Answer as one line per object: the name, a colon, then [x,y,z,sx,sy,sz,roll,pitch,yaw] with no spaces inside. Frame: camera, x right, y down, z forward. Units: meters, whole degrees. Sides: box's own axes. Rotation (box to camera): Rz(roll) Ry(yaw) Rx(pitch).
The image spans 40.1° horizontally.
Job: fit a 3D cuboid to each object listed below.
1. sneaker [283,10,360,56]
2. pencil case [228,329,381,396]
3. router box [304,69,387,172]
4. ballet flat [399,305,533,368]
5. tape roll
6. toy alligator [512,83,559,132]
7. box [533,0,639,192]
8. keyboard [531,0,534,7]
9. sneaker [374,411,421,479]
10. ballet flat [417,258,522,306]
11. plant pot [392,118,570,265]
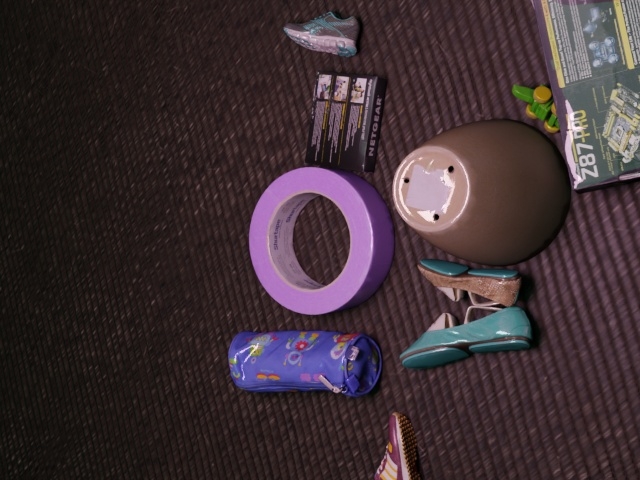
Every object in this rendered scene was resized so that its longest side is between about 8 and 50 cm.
sneaker: [0.008,-0.401,1.667,0.166,0.065,0.076,19,85,27]
pencil case: [-0.036,0.235,1.665,0.306,0.133,0.119,-3,123,33]
router box: [0.046,-0.223,1.647,0.133,0.046,0.179,12,98,31]
ballet flat: [0.251,0.162,1.522,0.247,0.083,0.087,-16,59,31]
tape roll: [0.000,0.000,1.658,0.275,0.090,0.275,1,91,32]
toy alligator: [0.398,-0.204,1.429,0.189,0.056,0.051,42,68,17]
box: [0.497,-0.293,1.303,0.318,0.097,0.395,-13,85,19]
keyboard: [0.376,-0.396,1.435,0.072,0.014,0.256,-35,71,62]
sneaker: [0.132,0.409,1.599,0.084,0.069,0.185,-11,84,27]
ballet flat: [0.250,0.077,1.503,0.206,0.073,0.067,10,109,47]
plant pot: [0.233,-0.077,1.401,0.256,0.274,0.256,2,93,32]
